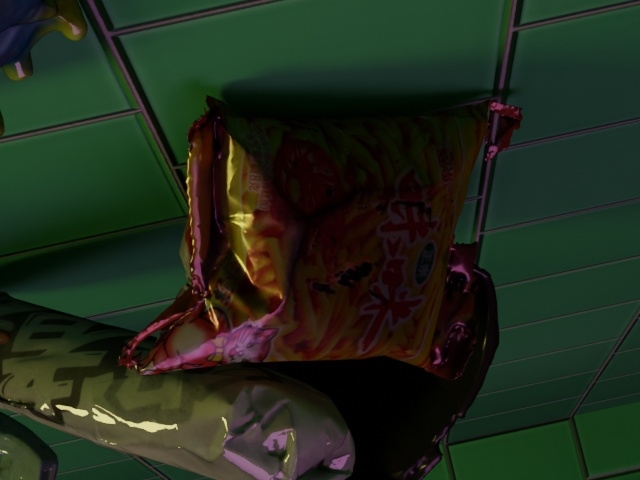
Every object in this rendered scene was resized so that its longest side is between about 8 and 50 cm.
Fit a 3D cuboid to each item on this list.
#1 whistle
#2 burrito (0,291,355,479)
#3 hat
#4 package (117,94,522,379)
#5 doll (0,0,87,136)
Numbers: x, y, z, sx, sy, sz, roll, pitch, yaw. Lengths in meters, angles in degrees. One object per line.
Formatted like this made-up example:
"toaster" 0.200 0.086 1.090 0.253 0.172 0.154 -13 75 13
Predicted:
"whistle" -0.361 0.187 1.467 0.274 0.186 0.093 18 -177 32
"burrito" -0.185 0.112 1.208 0.446 0.101 0.139 14 178 29
"hat" 0.008 0.036 1.296 0.238 0.209 0.336 -29 125 -2
"package" 0.002 -0.006 1.088 0.288 0.108 0.223 0 116 -33
"doll" -0.270 -0.093 0.740 0.341 0.098 0.346 -26 168 1
